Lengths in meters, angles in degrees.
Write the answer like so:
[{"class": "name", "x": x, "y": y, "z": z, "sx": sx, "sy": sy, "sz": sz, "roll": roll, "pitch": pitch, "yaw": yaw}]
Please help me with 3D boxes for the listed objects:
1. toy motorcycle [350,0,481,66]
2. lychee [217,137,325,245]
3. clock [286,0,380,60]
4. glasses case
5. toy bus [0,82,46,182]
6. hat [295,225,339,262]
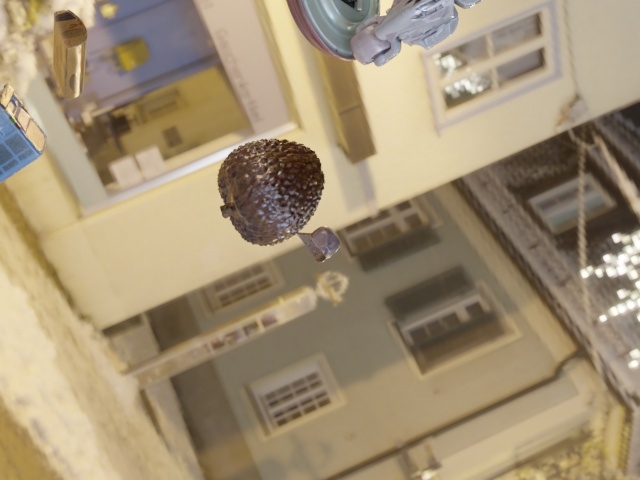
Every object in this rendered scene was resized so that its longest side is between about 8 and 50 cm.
[{"class": "toy motorcycle", "x": 0.154, "y": -0.355, "z": 1.605, "sx": 0.112, "sy": 0.254, "sz": 0.112, "roll": 50, "pitch": 20, "yaw": -26}, {"class": "lychee", "x": -0.088, "y": -0.085, "z": 1.765, "sx": 0.194, "sy": 0.194, "sz": 0.195, "roll": 156, "pitch": -90, "yaw": -83}, {"class": "clock", "x": 0.026, "y": -0.413, "z": 1.684, "sx": 0.056, "sy": 0.244, "sz": 0.244, "roll": -8, "pitch": -69, "yaw": 38}, {"class": "glasses case", "x": -0.387, "y": -0.287, "z": 1.606, "sx": 0.065, "sy": 0.041, "sz": 0.170, "roll": 67, "pitch": -20, "yaw": 13}, {"class": "toy bus", "x": -0.556, "y": -0.128, "z": 1.619, "sx": 0.134, "sy": 0.234, "sz": 0.116, "roll": 55, "pitch": 7, "yaw": -26}, {"class": "hat", "x": 0.000, "y": -0.001, "z": 1.573, "sx": 0.058, "sy": 0.042, "sz": 0.087, "roll": 54, "pitch": -15, "yaw": -13}]
